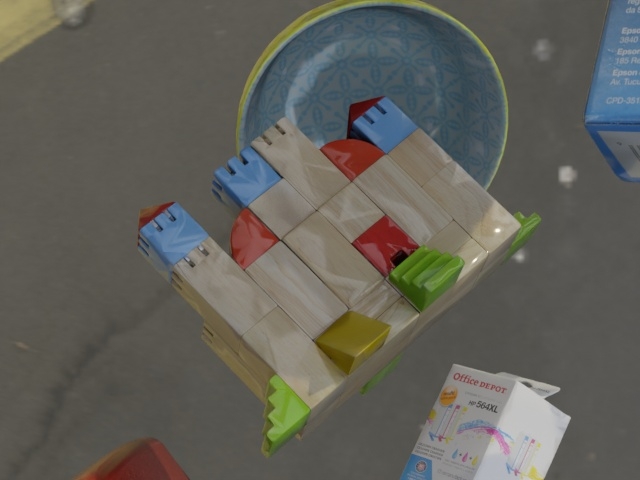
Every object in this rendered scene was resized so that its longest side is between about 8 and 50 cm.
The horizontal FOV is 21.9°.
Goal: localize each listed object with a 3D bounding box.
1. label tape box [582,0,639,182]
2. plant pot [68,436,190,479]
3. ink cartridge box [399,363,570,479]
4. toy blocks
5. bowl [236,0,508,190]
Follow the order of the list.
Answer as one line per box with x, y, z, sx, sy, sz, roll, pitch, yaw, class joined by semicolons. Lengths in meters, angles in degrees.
0.329;-0.202;1.089;0.106;0.240;0.334;41;59;-54;label tape box
-0.194;0.332;1.494;0.267;0.236;0.267;-34;99;16;plant pot
0.158;0.187;1.559;0.090;0.092;0.143;34;75;-38;ink cartridge box
0.000;0.000;1.629;0.381;0.191;0.261;-39;75;-22;toy blocks
0.046;-0.142;1.785;0.289;0.156;0.289;-3;115;-7;bowl
